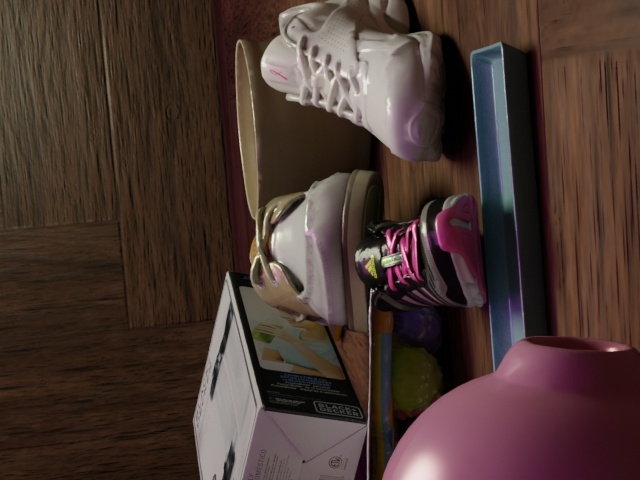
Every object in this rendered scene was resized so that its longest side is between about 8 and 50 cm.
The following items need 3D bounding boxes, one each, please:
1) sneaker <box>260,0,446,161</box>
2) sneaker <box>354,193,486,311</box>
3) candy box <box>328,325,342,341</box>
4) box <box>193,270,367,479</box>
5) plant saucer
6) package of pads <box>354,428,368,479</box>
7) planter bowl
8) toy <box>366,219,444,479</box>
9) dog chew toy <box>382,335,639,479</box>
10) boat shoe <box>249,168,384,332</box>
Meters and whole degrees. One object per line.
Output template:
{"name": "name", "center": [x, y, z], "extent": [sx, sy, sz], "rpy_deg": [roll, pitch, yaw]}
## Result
{"name": "sneaker", "center": [0.019, -0.111, 0.882], "extent": [0.232, 0.115, 0.090], "rpy_deg": [-113, 19, -64]}
{"name": "sneaker", "center": [0.057, 0.013, 0.752], "extent": [0.170, 0.075, 0.063], "rpy_deg": [65, -159, -82]}
{"name": "candy box", "center": [0.000, 0.000, 1.405], "extent": [0.105, 0.027, 0.205], "rpy_deg": [93, 169, -63]}
{"name": "box", "center": [-0.045, 0.157, 1.094], "extent": [0.290, 0.087, 0.169], "rpy_deg": [-113, 35, -68]}
{"name": "plant saucer", "center": [0.105, -0.012, 0.700], "extent": [0.067, 0.018, 0.192], "rpy_deg": [-158, 62, -81]}
{"name": "package of pads", "center": [0.017, 0.343, 1.257], "extent": [0.229, 0.101, 0.296], "rpy_deg": [-105, 12, -55]}
{"name": "planter bowl", "center": [-0.015, -0.104, 1.146], "extent": [0.162, 0.109, 0.162], "rpy_deg": [174, 90, -81]}
{"name": "toy", "center": [0.061, 0.110, 0.910], "extent": [0.137, 0.056, 0.237], "rpy_deg": [32, -117, -84]}
{"name": "dog chew toy", "center": [0.077, 0.199, 0.435], "extent": [0.206, 0.207, 0.331], "rpy_deg": [-157, 69, -81]}
{"name": "boat shoe", "center": [-0.005, 0.017, 0.992], "extent": [0.302, 0.103, 0.113], "rpy_deg": [84, -166, -75]}
